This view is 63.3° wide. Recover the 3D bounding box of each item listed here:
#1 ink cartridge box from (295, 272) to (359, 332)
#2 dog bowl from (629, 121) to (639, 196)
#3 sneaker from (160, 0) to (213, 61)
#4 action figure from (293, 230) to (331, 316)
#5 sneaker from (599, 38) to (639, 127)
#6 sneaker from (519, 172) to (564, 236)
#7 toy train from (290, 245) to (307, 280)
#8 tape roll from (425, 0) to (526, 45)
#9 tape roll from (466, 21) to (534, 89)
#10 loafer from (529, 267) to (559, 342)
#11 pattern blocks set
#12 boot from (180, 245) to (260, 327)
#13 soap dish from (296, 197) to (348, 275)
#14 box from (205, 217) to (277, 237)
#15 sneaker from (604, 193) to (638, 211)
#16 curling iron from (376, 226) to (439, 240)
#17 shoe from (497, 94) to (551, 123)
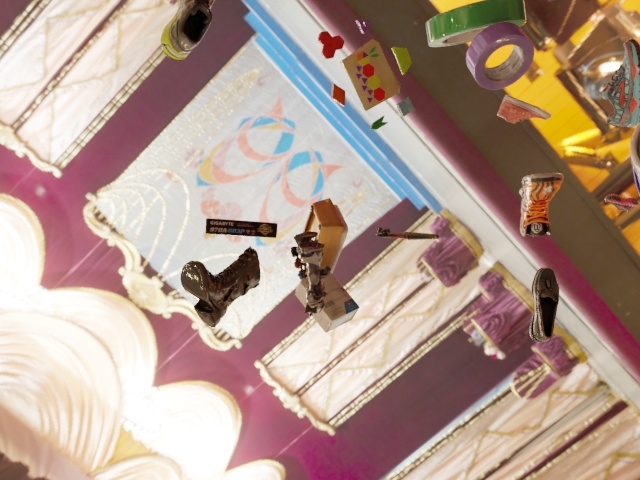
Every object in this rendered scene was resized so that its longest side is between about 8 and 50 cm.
[{"bbox_3d":[0.024,0.227,1.970,0.148,0.086,0.203,-20,-123,-37],"label":"ink cartridge box"},{"bbox_3d":[0.720,-0.156,0.946,0.104,0.265,0.265,52,-176,-41],"label":"dog bowl"},{"bbox_3d":[-0.343,-0.650,1.460,0.121,0.300,0.111,6,168,45],"label":"sneaker"},{"bbox_3d":[-0.016,0.118,1.652,0.185,0.099,0.285,-90,-8,-57],"label":"action figure"},{"bbox_3d":[0.919,-0.472,1.584,0.104,0.125,0.262,-30,-64,-49],"label":"sneaker"},{"bbox_3d":[0.713,-0.107,1.676,0.321,0.124,0.180,25,-114,-70],"label":"sneaker"},{"bbox_3d":[-0.088,0.093,2.076,0.036,0.027,0.158,1,-122,-39],"label":"toy train"},{"bbox_3d":[0.520,-0.732,1.750,0.321,0.321,0.077,-70,-30,-79],"label":"tape roll"},{"bbox_3d":[0.559,-0.574,1.622,0.189,0.189,0.080,38,-150,-43],"label":"tape roll"},{"bbox_3d":[0.794,0.222,1.812,0.096,0.268,0.084,10,168,0],"label":"loafer"},{"bbox_3d":[0.152,-0.508,1.593,0.325,0.285,0.026,70,166,-12],"label":"pattern blocks set"},{"bbox_3d":[-0.259,0.092,1.426,0.091,0.229,0.263,25,142,25],"label":"boot"},{"bbox_3d":[0.000,0.000,2.127,0.118,0.291,0.229,8,-149,-20],"label":"soap dish"},{"bbox_3d":[-0.252,-0.039,1.669,0.220,0.051,0.175,3,-179,-8],"label":"box"},{"bbox_3d":[1.056,-0.127,1.836,0.119,0.057,0.047,11,-129,-6],"label":"sneaker"},{"bbox_3d":[0.327,-0.019,1.991,0.274,0.035,0.068,8,174,39],"label":"curling iron"},{"bbox_3d":[0.727,-0.451,1.860,0.178,0.081,0.063,30,-153,21],"label":"shoe"}]
